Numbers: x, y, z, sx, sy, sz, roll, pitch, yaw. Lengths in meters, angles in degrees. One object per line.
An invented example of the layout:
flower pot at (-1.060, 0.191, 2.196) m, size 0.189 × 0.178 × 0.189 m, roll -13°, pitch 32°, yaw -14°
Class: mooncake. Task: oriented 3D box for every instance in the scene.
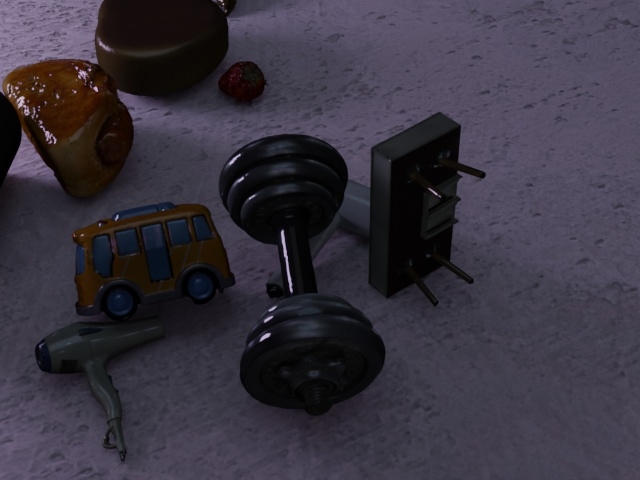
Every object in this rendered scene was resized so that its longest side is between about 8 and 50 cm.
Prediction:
mooncake at (-0.270, -0.344, 1.885) m, size 0.235 × 0.117 × 0.235 m, roll 2°, pitch 43°, yaw -1°

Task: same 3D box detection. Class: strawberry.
strawberry at (-0.134, -0.264, 1.845) m, size 0.083 × 0.073 × 0.073 m, roll -15°, pitch 28°, yaw 42°

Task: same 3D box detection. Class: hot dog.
hot dog at (-0.375, -0.188, 1.700) m, size 0.153 × 0.150 × 0.256 m, roll -29°, pitch 49°, yaw -16°

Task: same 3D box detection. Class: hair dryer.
hair dryer at (0.000, 0.000, 1.548) m, size 0.131 × 0.073 × 0.236 m, roll 23°, pitch 50°, yaw 21°
hair dryer at (-0.243, 0.167, 1.386) m, size 0.167 × 0.067 × 0.199 m, roll -28°, pitch 60°, yaw -34°

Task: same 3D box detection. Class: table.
table at (0.144, -0.026, 1.445) m, size 0.121 × 0.240 × 0.111 m, roll -29°, pitch 49°, yaw -27°

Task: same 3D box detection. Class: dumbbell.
dumbbell at (-0.029, 0.034, 1.388) m, size 0.179 × 0.179 × 0.406 m, roll -5°, pitch 54°, yaw -5°

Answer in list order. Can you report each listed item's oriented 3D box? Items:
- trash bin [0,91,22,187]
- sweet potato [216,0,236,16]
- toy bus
trash bin at (-0.554, -0.080, 1.536) m, size 0.214 × 0.214 × 0.334 m, roll 2°, pitch 38°, yaw 2°
sweet potato at (-0.281, -0.578, 2.143) m, size 0.130 × 0.130 × 0.423 m, roll -32°, pitch 59°, yaw -30°
toy bus at (-0.226, 0.023, 1.443) m, size 0.209 × 0.136 × 0.126 m, roll -12°, pitch 7°, yaw -13°
